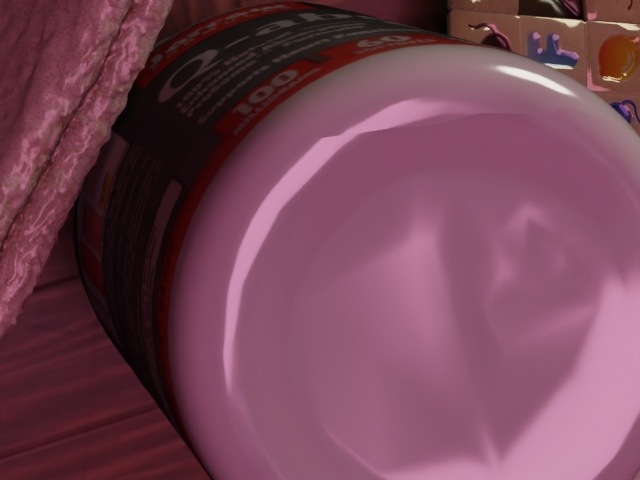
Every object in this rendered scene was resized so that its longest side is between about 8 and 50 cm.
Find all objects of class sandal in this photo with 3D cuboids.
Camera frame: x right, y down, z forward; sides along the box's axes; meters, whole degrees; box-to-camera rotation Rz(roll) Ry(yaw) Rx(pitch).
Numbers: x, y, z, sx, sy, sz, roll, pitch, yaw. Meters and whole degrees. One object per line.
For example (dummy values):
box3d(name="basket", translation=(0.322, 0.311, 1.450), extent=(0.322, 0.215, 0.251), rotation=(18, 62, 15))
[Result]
box3d(name="sandal", translation=(0.156, -0.067, 1.065), extent=(0.090, 0.060, 0.219), rotation=(-31, 93, -19))

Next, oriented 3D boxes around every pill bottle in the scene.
box3d(name="pill bottle", translation=(0.000, 0.000, 0.865), extent=(0.210, 0.363, 0.210), rotation=(-3, 102, -16))

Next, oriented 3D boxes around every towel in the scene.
box3d(name="towel", translation=(-0.142, -0.097, 0.896), extent=(0.049, 0.187, 0.282), rotation=(27, 91, -40))

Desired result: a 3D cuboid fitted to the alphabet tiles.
box3d(name="alphabet tiles", translation=(0.161, -0.079, 1.031), extent=(0.198, 0.009, 0.237), rotation=(2, 82, -18))

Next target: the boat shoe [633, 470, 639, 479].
box3d(name="boat shoe", translation=(0.154, 0.170, 1.097), extent=(0.068, 0.081, 0.228), rotation=(-13, 97, -11))
